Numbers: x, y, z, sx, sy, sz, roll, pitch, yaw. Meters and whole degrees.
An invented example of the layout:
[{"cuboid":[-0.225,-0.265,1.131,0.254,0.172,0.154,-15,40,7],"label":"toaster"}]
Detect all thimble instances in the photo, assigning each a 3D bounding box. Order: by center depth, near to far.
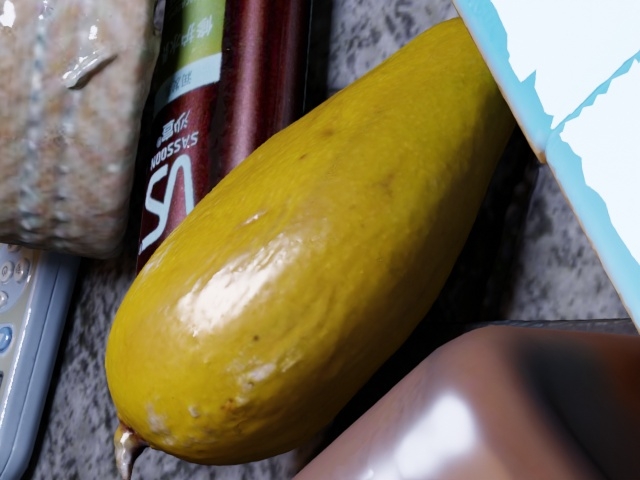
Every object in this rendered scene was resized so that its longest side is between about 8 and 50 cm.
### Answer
[{"cuboid":[-0.181,-0.099,1.178,0.229,0.148,0.196,108,166,-64],"label":"thimble"}]

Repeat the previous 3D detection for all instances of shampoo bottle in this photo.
[{"cuboid":[-0.062,-0.039,1.116,0.129,0.084,0.323,-24,53,49],"label":"shampoo bottle"}]

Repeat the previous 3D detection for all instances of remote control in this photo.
[{"cuboid":[-0.213,0.065,1.289,0.087,0.047,0.244,-4,68,48],"label":"remote control"}]

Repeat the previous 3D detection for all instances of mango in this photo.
[{"cuboid":[0.000,0.000,0.952,0.317,0.119,0.176,-51,15,-16],"label":"mango"}]

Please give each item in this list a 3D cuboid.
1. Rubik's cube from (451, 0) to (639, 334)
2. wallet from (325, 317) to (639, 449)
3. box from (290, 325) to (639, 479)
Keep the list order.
[{"cuboid":[0.232,-0.117,0.580,0.290,0.291,0.292,-45,48,27],"label":"Rubik's cube"},{"cuboid":[0.100,0.118,0.857,0.321,0.044,0.170,-5,67,55],"label":"wallet"},{"cuboid":[0.096,0.181,0.549,0.229,0.339,0.239,-47,64,20],"label":"box"}]
